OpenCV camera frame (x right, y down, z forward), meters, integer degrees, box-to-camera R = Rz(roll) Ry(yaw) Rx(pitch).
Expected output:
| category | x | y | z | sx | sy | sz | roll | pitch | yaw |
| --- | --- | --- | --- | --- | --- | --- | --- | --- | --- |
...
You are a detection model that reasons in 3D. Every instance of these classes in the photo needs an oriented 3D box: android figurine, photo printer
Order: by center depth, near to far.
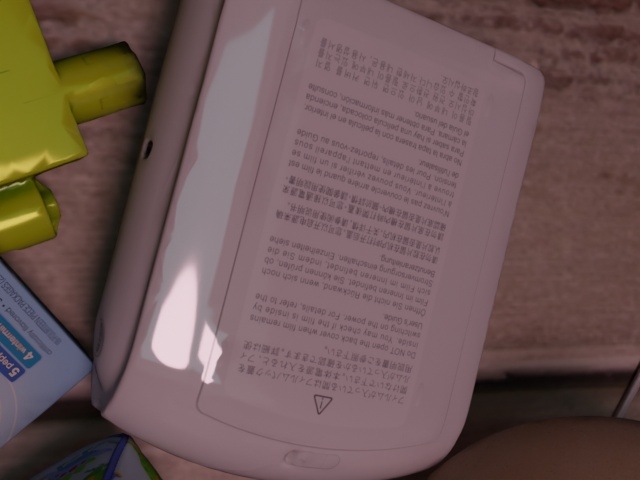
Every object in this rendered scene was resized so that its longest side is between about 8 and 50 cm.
| category | x | y | z | sx | sy | sz | roll | pitch | yaw |
| --- | --- | --- | --- | --- | --- | --- | --- | --- | --- |
| android figurine | -0.249 | -0.098 | 0.522 | 0.272 | 0.056 | 0.248 | -24 | 100 | -19 |
| photo printer | 0.000 | 0.000 | 0.577 | 0.256 | 0.107 | 0.308 | 15 | 86 | -26 |

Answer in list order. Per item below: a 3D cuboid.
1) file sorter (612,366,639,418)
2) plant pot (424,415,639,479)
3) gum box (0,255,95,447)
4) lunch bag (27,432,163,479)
| category | x | y | z | sx | sy | sz | roll | pitch | yaw |
| --- | --- | --- | --- | --- | --- | --- | --- | --- | --- |
| file sorter | 0.395 | 0.170 | 0.685 | 0.277 | 0.193 | 0.173 | 33 | 84 | -17 |
| plant pot | 0.167 | 0.274 | 0.516 | 0.284 | 0.191 | 0.284 | 3 | 108 | 9 |
| gum box | -0.246 | 0.078 | 0.503 | 0.184 | 0.041 | 0.157 | -40 | 130 | -14 |
| lunch bag | -0.178 | 0.209 | 0.474 | 0.219 | 0.176 | 0.090 | -33 | 99 | 2 |
